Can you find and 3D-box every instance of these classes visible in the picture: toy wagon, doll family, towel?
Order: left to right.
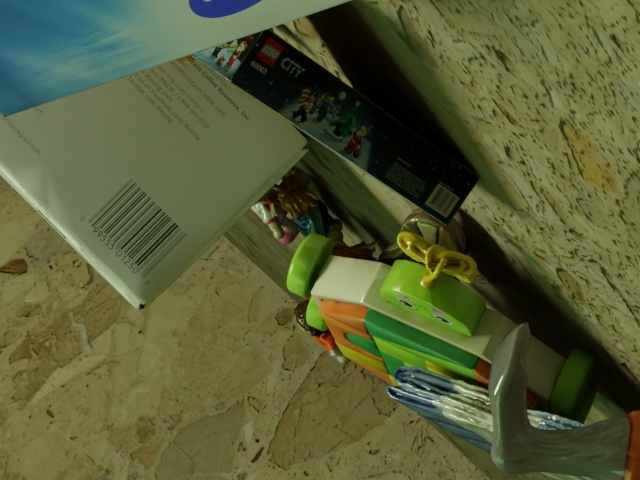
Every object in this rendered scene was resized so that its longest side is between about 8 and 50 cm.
[{"bbox_3d":[0.000,0.000,1.951,0.263,0.118,0.163,61,-173,23],"label":"doll family"},{"bbox_3d":[0.099,0.079,1.540,0.267,0.068,0.344,23,168,15],"label":"toy wagon"},{"bbox_3d":[0.213,0.175,1.482,0.285,0.034,0.209,14,166,42],"label":"towel"}]

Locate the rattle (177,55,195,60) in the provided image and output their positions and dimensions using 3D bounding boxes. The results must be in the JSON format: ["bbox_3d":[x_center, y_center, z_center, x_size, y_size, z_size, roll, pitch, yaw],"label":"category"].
[{"bbox_3d":[-0.126,-0.201,1.553,0.142,0.130,0.199,28,148,-20],"label":"rattle"}]

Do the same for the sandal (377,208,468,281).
[{"bbox_3d":[0.094,0.002,1.525,0.072,0.049,0.180,28,162,4],"label":"sandal"}]

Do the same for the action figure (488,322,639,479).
[{"bbox_3d":[0.227,0.139,0.810,0.330,0.179,0.341,16,-174,-16],"label":"action figure"}]

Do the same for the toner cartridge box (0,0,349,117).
[{"bbox_3d":[-0.115,-0.172,0.943,0.165,0.075,0.348,46,148,-24],"label":"toner cartridge box"}]

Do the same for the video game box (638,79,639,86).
[{"bbox_3d":[0.229,0.004,0.661,0.187,0.048,0.205,44,175,-21],"label":"video game box"}]

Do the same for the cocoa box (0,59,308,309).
[{"bbox_3d":[-0.218,-0.134,1.777,0.347,0.231,0.228,45,175,-6],"label":"cocoa box"}]

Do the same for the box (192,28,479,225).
[{"bbox_3d":[-0.013,-0.104,1.280,0.233,0.044,0.159,31,-176,-41],"label":"box"}]

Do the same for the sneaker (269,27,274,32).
[{"bbox_3d":[-0.071,-0.173,1.449,0.118,0.042,0.067,50,172,20],"label":"sneaker"}]
